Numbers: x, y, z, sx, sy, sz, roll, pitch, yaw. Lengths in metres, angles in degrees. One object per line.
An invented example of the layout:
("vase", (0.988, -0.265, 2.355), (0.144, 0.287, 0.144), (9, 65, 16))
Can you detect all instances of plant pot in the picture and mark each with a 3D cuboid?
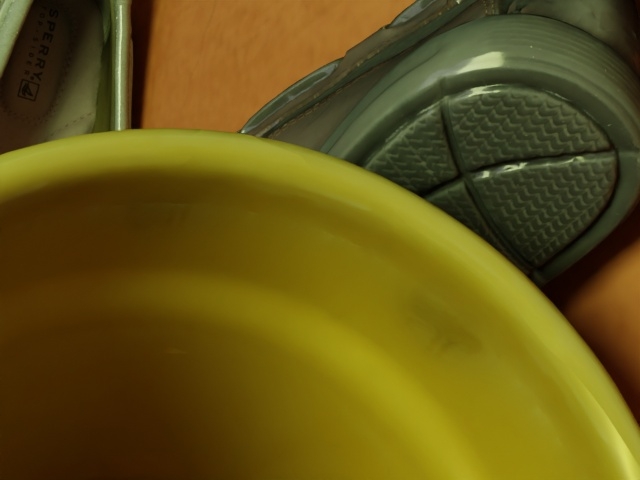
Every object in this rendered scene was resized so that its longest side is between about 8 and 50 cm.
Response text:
("plant pot", (-0.057, 0.131, 0.413), (0.239, 0.254, 0.254), (130, 139, -59))

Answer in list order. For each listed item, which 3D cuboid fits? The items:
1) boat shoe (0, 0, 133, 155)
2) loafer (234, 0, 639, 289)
("boat shoe", (-0.151, -0.009, 0.703), (0.103, 0.118, 0.320), (-26, 53, 57))
("loafer", (0.000, 0.000, 0.498), (0.302, 0.109, 0.095), (-35, 27, 42))
